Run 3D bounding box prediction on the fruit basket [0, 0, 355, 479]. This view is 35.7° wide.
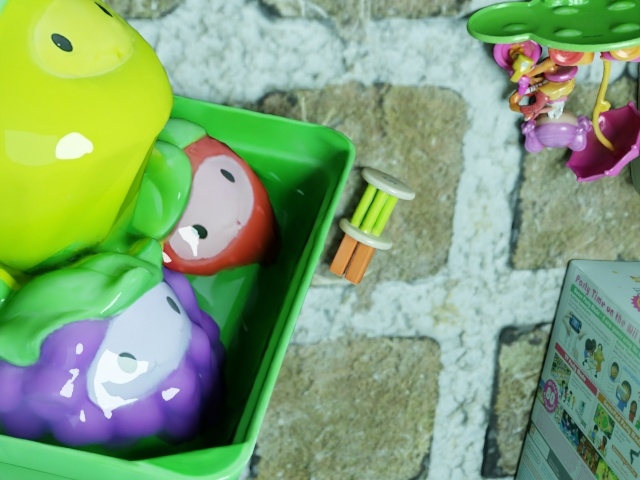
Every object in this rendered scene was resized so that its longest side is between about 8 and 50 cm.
[{"bbox_3d":[-0.139,-0.022,0.649,0.283,0.392,0.391,12,111,5],"label":"fruit basket"}]

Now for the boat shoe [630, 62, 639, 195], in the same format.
[{"bbox_3d":[0.325,-0.134,0.888,0.065,0.075,0.206,-3,122,-2],"label":"boat shoe"}]

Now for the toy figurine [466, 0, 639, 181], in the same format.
[{"bbox_3d":[0.219,-0.124,0.861,0.173,0.130,0.159,-3,126,11],"label":"toy figurine"}]

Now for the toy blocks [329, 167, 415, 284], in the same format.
[{"bbox_3d":[0.000,0.000,0.881,0.123,0.054,0.148,20,107,-20],"label":"toy blocks"}]

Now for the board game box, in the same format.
[{"bbox_3d":[0.287,0.200,0.945,0.098,0.224,0.303,3,113,-14],"label":"board game box"}]
